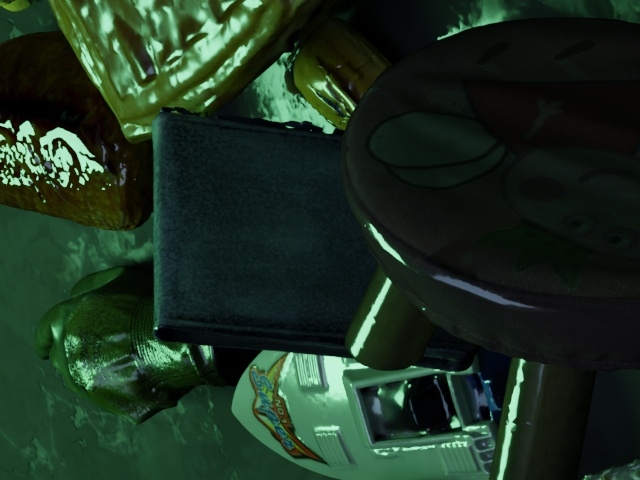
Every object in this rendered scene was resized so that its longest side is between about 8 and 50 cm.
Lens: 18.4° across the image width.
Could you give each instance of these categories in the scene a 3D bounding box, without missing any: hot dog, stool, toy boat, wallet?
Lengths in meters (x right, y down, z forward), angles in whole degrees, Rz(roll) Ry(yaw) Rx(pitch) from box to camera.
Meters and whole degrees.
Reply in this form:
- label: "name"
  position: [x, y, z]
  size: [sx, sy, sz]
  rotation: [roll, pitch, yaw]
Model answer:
- label: "hot dog"
  position: [-0.204, -0.083, 1.580]
  size: [0.227, 0.099, 0.160]
  rotation: [20, 121, 40]
- label: "stool"
  position: [0.144, 0.012, 1.127]
  size: [0.272, 0.272, 0.178]
  rotation: [35, 140, 33]
- label: "toy boat"
  position: [0.032, 0.115, 1.419]
  size: [0.295, 0.088, 0.129]
  rotation: [-9, 100, 49]
- label: "wallet"
  position: [-0.001, 0.001, 1.270]
  size: [0.036, 0.222, 0.167]
  rotation: [120, 151, -56]

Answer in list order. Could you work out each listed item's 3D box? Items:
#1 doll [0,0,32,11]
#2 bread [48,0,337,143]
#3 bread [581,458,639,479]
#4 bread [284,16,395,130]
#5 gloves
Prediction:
- label: "doll"
  position: [-0.288, -0.271, 1.605]
  size: [0.089, 0.102, 0.179]
  rotation: [-18, 90, 7]
- label: "bread"
  position: [-0.078, -0.230, 1.324]
  size: [0.324, 0.167, 0.277]
  rotation: [-30, 83, 61]
- label: "bread"
  position: [0.179, 0.212, 1.278]
  size: [0.156, 0.110, 0.103]
  rotation: [-34, 70, 14]
- label: "bread"
  position: [0.024, -0.101, 1.358]
  size: [0.106, 0.053, 0.072]
  rotation: [44, 139, 18]
- label: "gloves"
  position: [-0.154, 0.084, 1.607]
  size: [0.268, 0.107, 0.135]
  rotation: [-12, 67, 52]
